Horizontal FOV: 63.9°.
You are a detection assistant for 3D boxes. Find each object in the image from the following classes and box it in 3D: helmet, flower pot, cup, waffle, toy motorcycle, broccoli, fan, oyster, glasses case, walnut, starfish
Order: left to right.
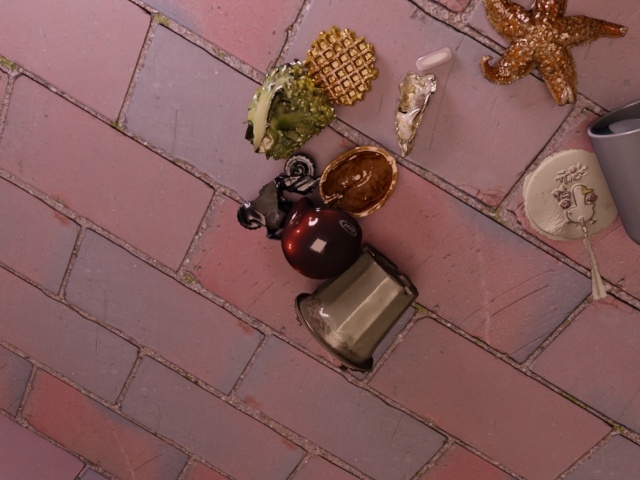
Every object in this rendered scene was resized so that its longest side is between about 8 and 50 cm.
[{"bbox_3d":[-0.096,-0.100,1.366,0.270,0.106,0.159,-40,100,20],"label":"toy motorcycle"},{"bbox_3d":[-0.067,-0.279,1.221,0.180,0.273,0.242,21,132,-28],"label":"broccoli"},{"bbox_3d":[0.000,0.000,1.284,0.189,0.193,0.216,37,139,-28],"label":"helmet"},{"bbox_3d":[0.050,-0.417,1.235,0.191,0.038,0.191,5,112,11],"label":"waffle"},{"bbox_3d":[0.101,-0.153,1.308,0.211,0.087,0.167,-30,99,14],"label":"walnut"},{"bbox_3d":[0.107,0.166,1.368,0.290,0.290,0.259,39,103,-5],"label":"flower pot"},{"bbox_3d":[0.218,-0.312,1.244,0.106,0.061,0.200,37,114,16],"label":"oyster"},{"bbox_3d":[0.264,-0.421,1.193,0.083,0.021,0.032,-19,110,20],"label":"glasses case"},{"bbox_3d":[0.486,-0.451,1.085,0.312,0.113,0.303,13,115,10],"label":"starfish"},{"bbox_3d":[0.653,-0.031,1.272,0.233,0.012,0.414,-20,106,20],"label":"fan"},{"bbox_3d":[0.731,-0.139,1.104,0.205,0.205,0.312,-22,107,20],"label":"cup"}]
